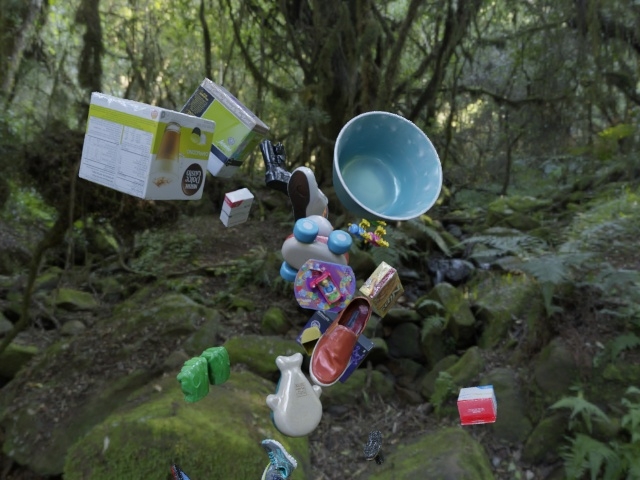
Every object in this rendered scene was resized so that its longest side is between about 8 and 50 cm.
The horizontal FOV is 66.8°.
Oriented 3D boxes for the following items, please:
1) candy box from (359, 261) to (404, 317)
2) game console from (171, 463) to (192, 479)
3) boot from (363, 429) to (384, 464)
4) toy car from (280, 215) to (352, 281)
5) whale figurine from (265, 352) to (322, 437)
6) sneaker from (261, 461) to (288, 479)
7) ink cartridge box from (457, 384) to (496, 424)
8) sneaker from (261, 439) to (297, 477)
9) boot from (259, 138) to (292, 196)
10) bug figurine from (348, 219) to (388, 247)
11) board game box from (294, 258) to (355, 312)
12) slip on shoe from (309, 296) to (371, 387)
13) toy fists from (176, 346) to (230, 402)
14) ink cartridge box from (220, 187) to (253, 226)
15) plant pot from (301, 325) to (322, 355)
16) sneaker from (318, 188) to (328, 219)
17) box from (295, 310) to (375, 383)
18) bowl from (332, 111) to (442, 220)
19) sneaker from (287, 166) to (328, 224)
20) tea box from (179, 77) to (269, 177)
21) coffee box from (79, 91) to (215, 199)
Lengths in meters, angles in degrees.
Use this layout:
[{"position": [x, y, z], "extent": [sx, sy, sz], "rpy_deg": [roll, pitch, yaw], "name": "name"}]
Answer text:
[{"position": [0.307, 0.248, 2.388], "extent": [0.087, 0.183, 0.316], "rpy_deg": [37, -10, 28], "name": "candy box"}, {"position": [-0.300, 0.626, 1.237], "extent": [0.085, 0.144, 0.124], "rpy_deg": [-31, 40, -15], "name": "game console"}, {"position": [0.248, 0.950, 2.140], "extent": [0.077, 0.137, 0.198], "rpy_deg": [-11, 6, 20], "name": "boot"}, {"position": [0.000, 0.000, 1.562], "extent": [0.210, 0.219, 0.238], "rpy_deg": [19, 40, -1], "name": "toy car"}, {"position": [-0.101, 0.531, 1.666], "extent": [0.216, 0.272, 0.141], "rpy_deg": [-3, -16, -34], "name": "whale figurine"}, {"position": [-0.166, 0.954, 1.810], "extent": [0.111, 0.121, 0.300], "rpy_deg": [20, 41, -12], "name": "sneaker"}, {"position": [0.624, 0.654, 1.934], "extent": [0.134, 0.078, 0.231], "rpy_deg": [-14, -4, 20], "name": "ink cartridge box"}, {"position": [-0.160, 0.816, 1.812], "extent": [0.065, 0.166, 0.076], "rpy_deg": [-44, 4, 33], "name": "sneaker"}, {"position": [-0.141, -0.295, 2.008], "extent": [0.094, 0.207, 0.246], "rpy_deg": [-27, -30, 36], "name": "boot"}, {"position": [0.170, -0.076, 1.859], "extent": [0.072, 0.279, 0.216], "rpy_deg": [-33, -51, 29], "name": "bug figurine"}, {"position": [0.016, 0.126, 1.286], "extent": [0.169, 0.133, 0.033], "rpy_deg": [12, 7, -14], "name": "board game box"}, {"position": [0.068, 0.312, 1.551], "extent": [0.123, 0.331, 0.101], "rpy_deg": [30, -27, 10], "name": "slip on shoe"}, {"position": [-0.451, 0.506, 1.894], "extent": [0.096, 0.142, 0.279], "rpy_deg": [2, 10, 25], "name": "toy fists"}, {"position": [-0.326, -0.126, 1.879], "extent": [0.099, 0.056, 0.135], "rpy_deg": [-21, -31, -39], "name": "ink cartridge box"}, {"position": [-0.027, 0.380, 1.881], "extent": [0.081, 0.081, 0.083], "rpy_deg": [-20, 37, 9], "name": "plant pot"}, {"position": [-0.026, -0.101, 2.145], "extent": [0.125, 0.321, 0.180], "rpy_deg": [2, -16, -1], "name": "sneaker"}, {"position": [0.057, 0.412, 1.956], "extent": [0.261, 0.184, 0.103], "rpy_deg": [39, 13, 16], "name": "box"}, {"position": [0.156, -0.178, 1.337], "extent": [0.312, 0.311, 0.163], "rpy_deg": [0, -16, -21], "name": "bowl"}, {"position": [-0.036, -0.159, 1.670], "extent": [0.106, 0.290, 0.123], "rpy_deg": [35, 59, 23], "name": "sneaker"}, {"position": [-0.486, -0.530, 2.327], "extent": [0.329, 0.323, 0.220], "rpy_deg": [43, 13, 4], "name": "tea box"}, {"position": [-0.668, -0.355, 1.900], "extent": [0.338, 0.334, 0.338], "rpy_deg": [18, 11, 21], "name": "coffee box"}]
